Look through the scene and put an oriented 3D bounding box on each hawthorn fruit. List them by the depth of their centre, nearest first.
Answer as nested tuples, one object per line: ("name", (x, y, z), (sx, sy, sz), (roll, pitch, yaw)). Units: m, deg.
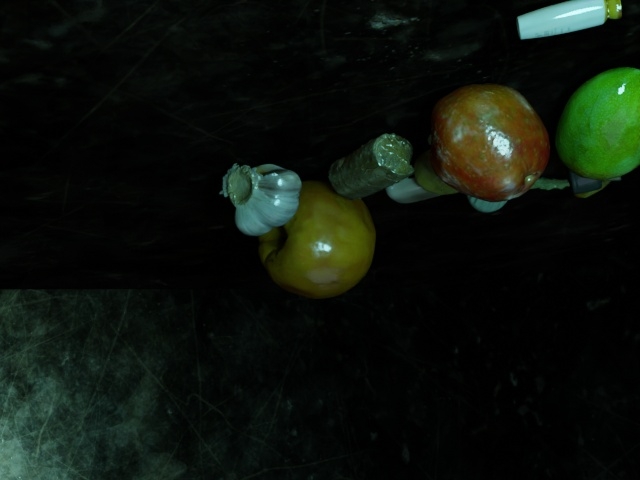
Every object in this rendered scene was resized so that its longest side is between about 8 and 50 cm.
("hawthorn fruit", (0.377, -0.221, 1.752), (0.284, 0.284, 0.284), (-8, 166, -2))

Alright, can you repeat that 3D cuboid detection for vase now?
("vase", (0.499, -0.176, 2.253), (0.128, 0.128, 0.248), (-7, 157, -5))

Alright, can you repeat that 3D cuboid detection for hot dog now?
("hot dog", (0.896, -0.190, 2.562), (0.066, 0.047, 0.216), (29, 163, 2))

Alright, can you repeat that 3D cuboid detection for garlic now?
("garlic", (-0.173, -0.133, 2.059), (0.207, 0.207, 0.256), (-2, -161, -24))

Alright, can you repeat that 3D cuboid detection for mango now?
("mango", (0.673, -0.271, 1.823), (0.225, 0.201, 0.382), (12, 158, 10))

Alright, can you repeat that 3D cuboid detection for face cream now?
("face cream", (0.454, -0.409, 1.434), (0.182, 0.051, 0.072), (-10, 165, 12))

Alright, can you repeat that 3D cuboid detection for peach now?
("peach", (0.000, 0.000, 2.219), (0.301, 0.343, 0.343), (5, 161, -35))

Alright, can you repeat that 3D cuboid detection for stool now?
("stool", (0.736, -0.218, 2.137), (0.139, 0.153, 0.228), (-12, 165, 16))

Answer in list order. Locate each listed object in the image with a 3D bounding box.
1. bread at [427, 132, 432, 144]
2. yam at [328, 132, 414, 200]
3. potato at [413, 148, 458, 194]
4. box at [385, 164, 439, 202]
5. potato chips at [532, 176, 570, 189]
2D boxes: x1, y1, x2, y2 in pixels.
("bread", (0.317, -0.277, 1.930), (0.068, 0.028, 0.154), (-6, 165, -11))
("yam", (0.133, -0.186, 1.990), (0.129, 0.128, 0.238), (-39, -172, -29))
("potato", (0.337, -0.190, 2.081), (0.176, 0.137, 0.137), (-21, 164, 6))
("box", (0.283, -0.165, 2.228), (0.200, 0.088, 0.146), (-13, 164, 21))
("potato chips", (0.729, -0.180, 2.541), (0.207, 0.028, 0.092), (-2, 163, -29))
